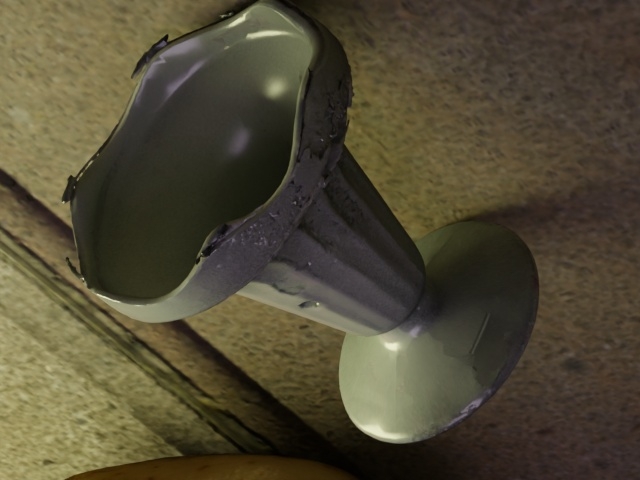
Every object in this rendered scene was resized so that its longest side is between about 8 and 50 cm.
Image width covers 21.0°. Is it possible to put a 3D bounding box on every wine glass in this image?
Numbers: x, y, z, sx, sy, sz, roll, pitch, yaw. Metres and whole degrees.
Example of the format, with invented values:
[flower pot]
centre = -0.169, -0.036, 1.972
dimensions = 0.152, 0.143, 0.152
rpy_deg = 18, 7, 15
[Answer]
[wine glass]
centre = 0.000, 0.000, 0.825
dimensions = 0.165, 0.165, 0.196
rpy_deg = -27, 131, 36

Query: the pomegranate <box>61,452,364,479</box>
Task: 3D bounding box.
[pomegranate]
centre = -0.069, 0.292, 1.018
dimensions = 0.410, 0.410, 0.410
rpy_deg = 6, 139, 5
